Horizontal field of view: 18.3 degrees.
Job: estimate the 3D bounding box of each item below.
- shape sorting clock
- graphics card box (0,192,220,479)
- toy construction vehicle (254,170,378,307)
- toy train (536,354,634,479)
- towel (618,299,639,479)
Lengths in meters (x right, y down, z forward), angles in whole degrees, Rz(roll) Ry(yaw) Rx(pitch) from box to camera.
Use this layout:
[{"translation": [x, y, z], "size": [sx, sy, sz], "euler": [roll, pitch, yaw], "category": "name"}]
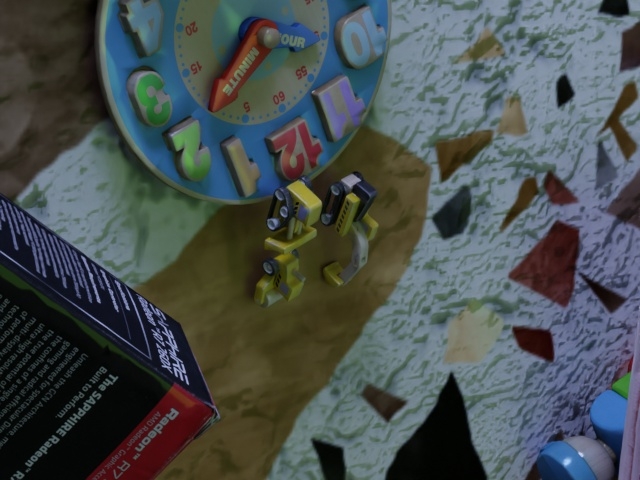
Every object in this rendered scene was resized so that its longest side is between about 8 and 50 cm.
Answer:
[{"translation": [-0.039, -0.122, 1.158], "size": [0.206, 0.040, 0.206], "euler": [-14, 113, -36], "category": "shape sorting clock"}, {"translation": [-0.258, 0.043, 0.903], "size": [0.233, 0.094, 0.371], "euler": [-46, 121, 11], "category": "graphics card box"}, {"translation": [0.000, 0.000, 1.215], "size": [0.086, 0.035, 0.098], "euler": [-28, 146, -44], "category": "toy construction vehicle"}, {"translation": [0.254, 0.207, 1.471], "size": [0.143, 0.105, 0.248], "euler": [-32, 123, -15], "category": "toy train"}, {"translation": [0.360, 0.113, 1.394], "size": [0.331, 0.053, 0.317], "euler": [-9, 115, -24], "category": "towel"}]
